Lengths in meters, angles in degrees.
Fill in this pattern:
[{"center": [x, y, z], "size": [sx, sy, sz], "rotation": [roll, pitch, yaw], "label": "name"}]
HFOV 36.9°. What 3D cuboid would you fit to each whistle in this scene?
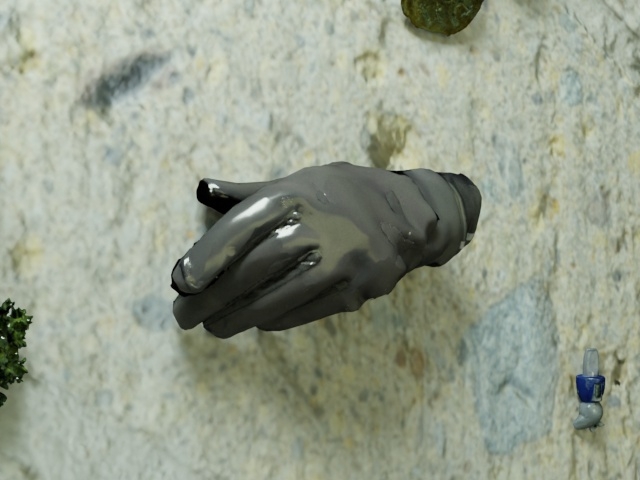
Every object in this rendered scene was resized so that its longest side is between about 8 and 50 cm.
[{"center": [0.264, 0.147, 0.945], "size": [0.033, 0.029, 0.083], "rotation": [1, 90, -21], "label": "whistle"}]

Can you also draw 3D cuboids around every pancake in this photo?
[{"center": [0.114, -0.237, 0.869], "size": [0.108, 0.017, 0.108], "rotation": [-15, 119, -28], "label": "pancake"}]

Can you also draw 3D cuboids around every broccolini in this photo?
[{"center": [-0.224, -0.019, 0.600], "size": [0.071, 0.058, 0.254], "rotation": [-1, 87, -79], "label": "broccolini"}]

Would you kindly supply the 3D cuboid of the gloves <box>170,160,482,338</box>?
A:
[{"center": [0.007, -0.007, 0.744], "size": [0.285, 0.119, 0.142], "rotation": [-22, 66, -32], "label": "gloves"}]
